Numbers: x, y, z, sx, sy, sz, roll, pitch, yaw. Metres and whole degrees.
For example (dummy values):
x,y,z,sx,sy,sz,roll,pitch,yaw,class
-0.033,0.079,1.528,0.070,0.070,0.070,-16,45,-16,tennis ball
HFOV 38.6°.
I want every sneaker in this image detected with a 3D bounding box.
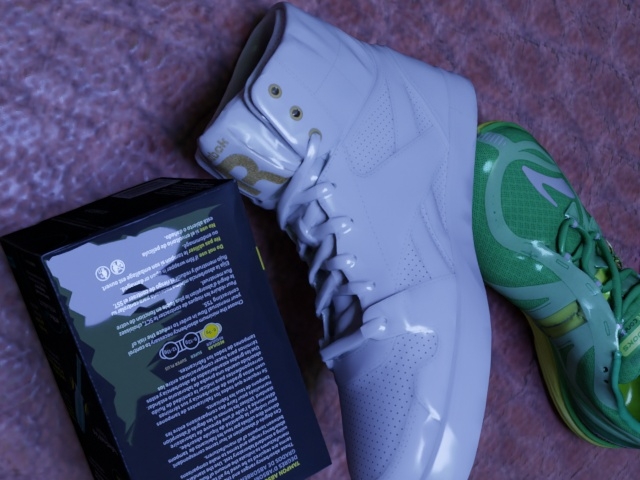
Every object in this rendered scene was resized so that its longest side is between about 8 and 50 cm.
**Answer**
x,y,z,sx,sy,sz,roll,pitch,yaw,class
0.000,0.000,0.508,0.169,0.108,0.292,20,54,-26,sneaker
0.188,0.034,0.637,0.109,0.123,0.295,-46,114,-20,sneaker

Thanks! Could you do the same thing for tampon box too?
x,y,z,sx,sy,sz,roll,pitch,yaw,class
-0.084,0.058,0.485,0.101,0.120,0.161,-24,106,-25,tampon box
